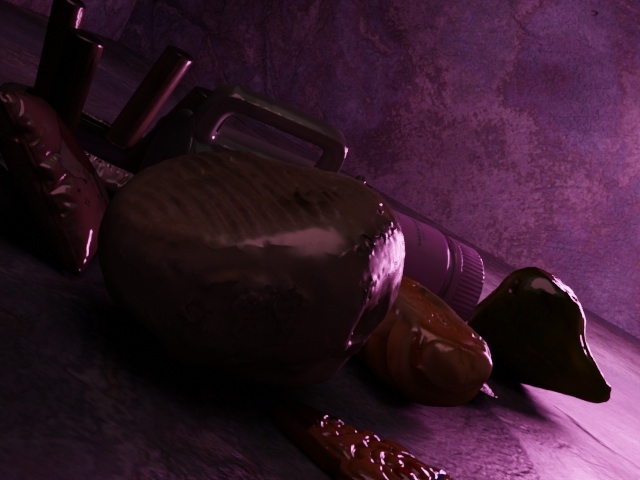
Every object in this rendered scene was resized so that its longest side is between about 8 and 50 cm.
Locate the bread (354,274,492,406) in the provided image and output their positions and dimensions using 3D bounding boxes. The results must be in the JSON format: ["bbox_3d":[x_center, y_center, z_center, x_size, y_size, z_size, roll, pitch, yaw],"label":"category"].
[{"bbox_3d":[0.113,0.131,1.413,0.173,0.121,0.311,19,14,-26],"label":"bread"}]

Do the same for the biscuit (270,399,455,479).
[{"bbox_3d":[0.070,0.236,1.023,0.280,0.043,0.183,34,8,19],"label":"biscuit"}]

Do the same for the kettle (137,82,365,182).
[{"bbox_3d":[-0.091,-0.062,1.520,0.318,0.205,0.265,23,-24,-26],"label":"kettle"}]

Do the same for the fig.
[{"bbox_3d":[0.393,0.188,1.773,0.275,0.206,0.206,48,13,8],"label":"fig"}]

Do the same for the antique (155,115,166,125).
[{"bbox_3d":[-0.199,-0.137,1.949,0.278,0.129,0.223,19,13,-39],"label":"antique"}]

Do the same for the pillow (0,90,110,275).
[{"bbox_3d":[-0.325,-0.080,1.247,0.223,0.084,0.236,-106,171,-83],"label":"pillow"}]

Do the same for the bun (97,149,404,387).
[{"bbox_3d":[-0.081,0.032,1.127,0.326,0.234,0.362,25,23,25],"label":"bun"}]

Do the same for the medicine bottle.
[{"bbox_3d":[0.119,0.041,1.738,0.290,0.178,0.178,22,11,-28],"label":"medicine bottle"}]

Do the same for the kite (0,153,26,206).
[{"bbox_3d":[-0.499,-0.112,1.361,0.335,0.011,0.314,30,9,7],"label":"kite"}]

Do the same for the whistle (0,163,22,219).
[{"bbox_3d":[-0.404,-0.052,1.182,0.107,0.057,0.220,38,10,-23],"label":"whistle"}]

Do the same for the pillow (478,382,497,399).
[{"bbox_3d":[0.182,0.181,1.589,0.130,0.038,0.232,26,7,-30],"label":"pillow"}]

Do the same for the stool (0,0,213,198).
[{"bbox_3d":[-0.347,-0.224,1.670,0.310,0.226,0.310,22,19,-30],"label":"stool"}]
